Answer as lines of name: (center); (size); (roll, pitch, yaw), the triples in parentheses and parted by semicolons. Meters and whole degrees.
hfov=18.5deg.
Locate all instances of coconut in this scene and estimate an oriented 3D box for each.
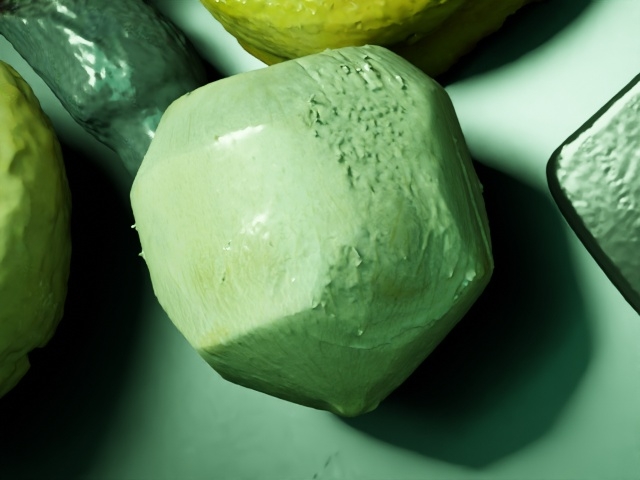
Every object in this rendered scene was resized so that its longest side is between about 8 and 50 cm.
coconut: (0.002, -0.001, 0.906); (0.161, 0.161, 0.162); (-19, 88, 23)

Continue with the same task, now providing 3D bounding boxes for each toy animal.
toy animal: (-0.127, -0.096, 1.015); (0.117, 0.121, 0.210); (-23, 76, 17)

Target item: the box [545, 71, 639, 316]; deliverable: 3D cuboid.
box: (0.177, -0.025, 0.896); (0.125, 0.027, 0.126); (-43, 65, 16)

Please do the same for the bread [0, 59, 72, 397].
bread: (-0.233, 0.005, 1.040); (0.244, 0.134, 0.244); (-7, 73, 26)

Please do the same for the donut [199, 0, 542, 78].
donut: (0.016, -0.201, 0.970); (0.253, 0.118, 0.253); (0, 91, 18)
